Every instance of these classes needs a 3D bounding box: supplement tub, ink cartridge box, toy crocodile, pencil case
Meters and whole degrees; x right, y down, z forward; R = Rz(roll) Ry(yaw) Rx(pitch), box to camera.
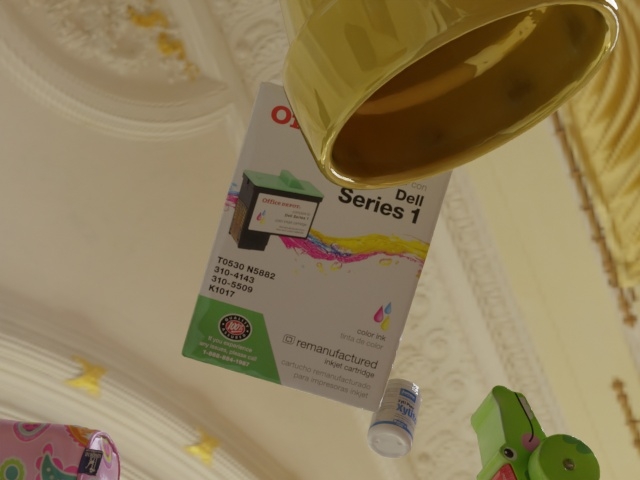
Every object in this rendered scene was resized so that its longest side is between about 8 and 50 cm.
[{"bbox_3d":[0.113,0.271,1.748,0.071,0.071,0.107,51,-145,-26],"label":"supplement tub"},{"bbox_3d":[0.000,0.000,1.130,0.201,0.117,0.278,16,-84,-2],"label":"ink cartridge box"},{"bbox_3d":[0.220,0.295,1.074,0.105,0.115,0.340,-7,-120,-25],"label":"toy crocodile"},{"bbox_3d":[-0.349,0.245,1.180,0.124,0.284,0.124,3,-90,-81],"label":"pencil case"}]

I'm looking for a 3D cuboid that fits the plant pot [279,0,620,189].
[{"bbox_3d":[0.067,-0.203,0.903,0.254,0.254,0.239,-7,-116,-45],"label":"plant pot"}]
